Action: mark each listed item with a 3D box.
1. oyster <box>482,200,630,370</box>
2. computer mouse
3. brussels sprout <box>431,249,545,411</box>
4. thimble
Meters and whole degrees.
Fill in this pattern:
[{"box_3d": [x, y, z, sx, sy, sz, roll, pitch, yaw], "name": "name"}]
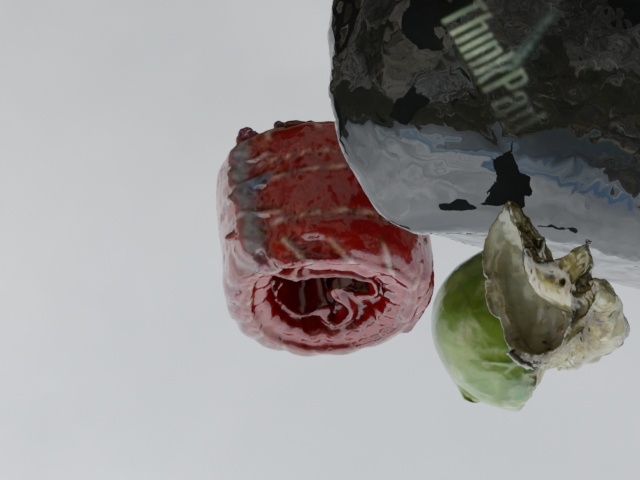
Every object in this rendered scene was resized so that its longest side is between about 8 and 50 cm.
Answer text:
[{"box_3d": [0.092, 0.012, 0.447, 0.038, 0.081, 0.083, 2, -124, -11], "name": "oyster"}, {"box_3d": [0.134, -0.070, 0.561, 0.269, 0.170, 0.100, 13, 163, -32], "name": "computer mouse"}, {"box_3d": [0.166, 0.081, 1.135, 0.122, 0.149, 0.151, 24, -162, 14], "name": "brussels sprout"}, {"box_3d": [0.005, 0.002, 0.920, 0.163, 0.189, 0.125, -9, -120, 10], "name": "thimble"}]
